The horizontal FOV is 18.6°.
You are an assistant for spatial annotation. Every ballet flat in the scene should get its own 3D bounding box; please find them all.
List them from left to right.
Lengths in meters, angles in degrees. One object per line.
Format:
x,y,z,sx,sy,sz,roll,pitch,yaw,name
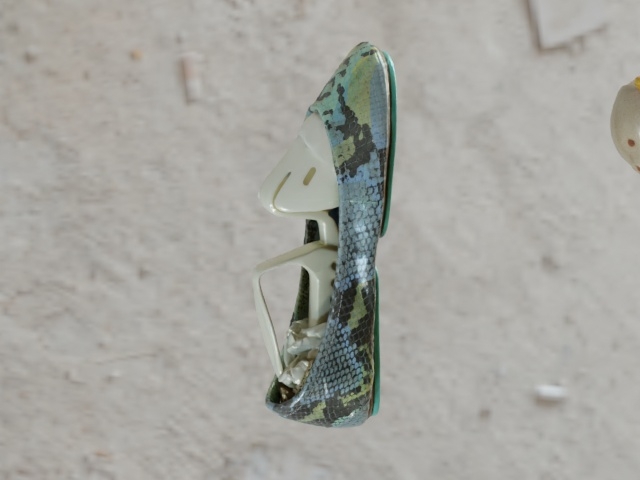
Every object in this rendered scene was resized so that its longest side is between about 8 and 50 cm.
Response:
0.000,0.000,0.927,0.070,0.070,0.188,-6,102,-37,ballet flat

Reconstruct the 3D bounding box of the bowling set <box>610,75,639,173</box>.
0.186,-0.035,0.831,0.200,0.154,0.287,-56,144,-10,bowling set
